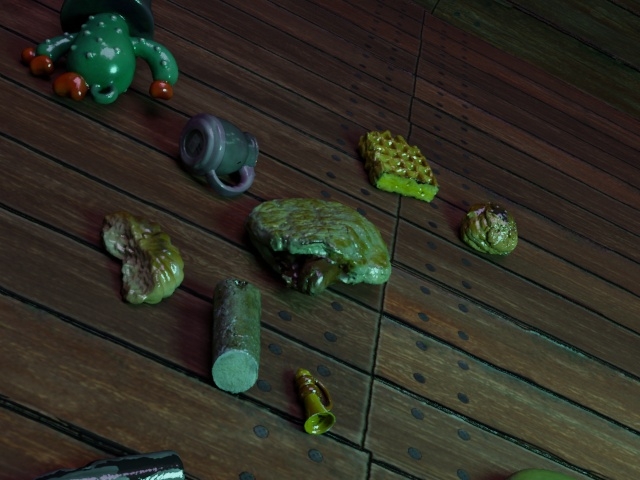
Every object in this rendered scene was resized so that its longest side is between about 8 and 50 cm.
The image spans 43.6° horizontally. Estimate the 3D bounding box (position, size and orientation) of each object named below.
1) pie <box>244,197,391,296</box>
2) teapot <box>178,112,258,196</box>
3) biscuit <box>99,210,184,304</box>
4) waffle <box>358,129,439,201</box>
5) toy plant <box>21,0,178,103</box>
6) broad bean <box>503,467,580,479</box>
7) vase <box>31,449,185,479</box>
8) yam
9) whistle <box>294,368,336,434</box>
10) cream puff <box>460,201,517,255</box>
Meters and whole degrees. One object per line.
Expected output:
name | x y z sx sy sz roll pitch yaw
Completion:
pie | -0.003 -0.005 1.436 0.274 0.106 0.257 -6 38 -43
teapot | -0.177 -0.166 1.510 0.146 0.116 0.148 3 36 -50
biscuit | -0.269 0.018 1.240 0.118 0.061 0.183 -1 43 -40
waffle | 0.169 -0.186 1.847 0.160 0.055 0.211 12 38 -27
toy plant | -0.418 -0.413 1.599 0.279 0.185 0.400 23 41 -26
broad bean | 0.381 0.416 1.144 0.263 0.121 0.189 35 30 13
vase | -0.258 0.277 0.897 0.211 0.060 0.060 2 42 -37
yam | -0.125 0.134 1.179 0.078 0.078 0.179 18 36 -17
whistle | -0.005 0.230 1.173 0.057 0.046 0.109 1 34 -14
cream puff | 0.375 -0.026 1.753 0.133 0.104 0.119 43 29 19
